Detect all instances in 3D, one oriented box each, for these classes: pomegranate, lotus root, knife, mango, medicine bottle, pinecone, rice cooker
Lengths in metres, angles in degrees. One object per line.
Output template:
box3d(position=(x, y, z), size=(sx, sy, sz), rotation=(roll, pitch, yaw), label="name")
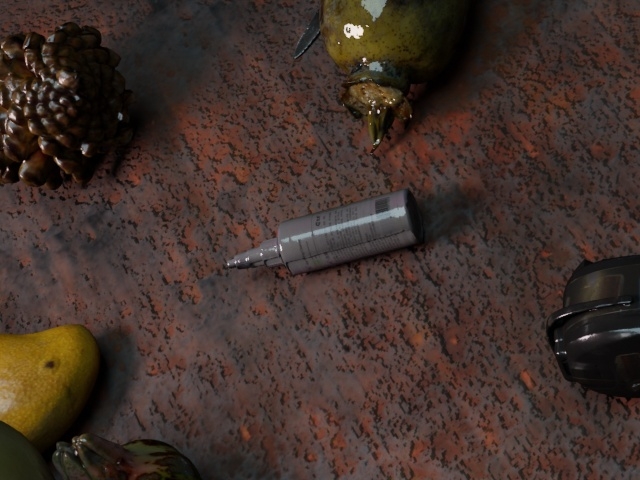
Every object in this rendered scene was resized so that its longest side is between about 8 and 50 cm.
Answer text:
box3d(position=(-0.163, 0.228, 1.394), size=(0.125, 0.163, 0.138), rotation=(-18, 30, -8), label="pomegranate")
box3d(position=(0.073, -0.230, 1.586), size=(0.154, 0.154, 0.278), rotation=(4, 67, 28), label="lotus root")
box3d(position=(0.016, -0.268, 1.718), size=(0.023, 0.010, 0.170), rotation=(24, 74, 35), label="knife")
box3d(position=(-0.345, 0.162, 1.550), size=(0.262, 0.109, 0.157), rotation=(-27, 51, 7), label="mango")
box3d(position=(0.000, 0.000, 1.523), size=(0.199, 0.057, 0.058), rotation=(-16, 54, 16), label="medicine bottle")
box3d(position=(-0.304, -0.142, 1.696), size=(0.195, 0.150, 0.179), rotation=(-14, 83, 15), label="pinecone")
box3d(position=(0.276, 0.070, 1.310), size=(0.165, 0.112, 0.106), rotation=(0, 54, 23), label="rice cooker")

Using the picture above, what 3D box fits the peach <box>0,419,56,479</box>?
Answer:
box3d(position=(-0.354, 0.290, 1.378), size=(0.292, 0.247, 0.292), rotation=(0, 89, 26), label="peach")
